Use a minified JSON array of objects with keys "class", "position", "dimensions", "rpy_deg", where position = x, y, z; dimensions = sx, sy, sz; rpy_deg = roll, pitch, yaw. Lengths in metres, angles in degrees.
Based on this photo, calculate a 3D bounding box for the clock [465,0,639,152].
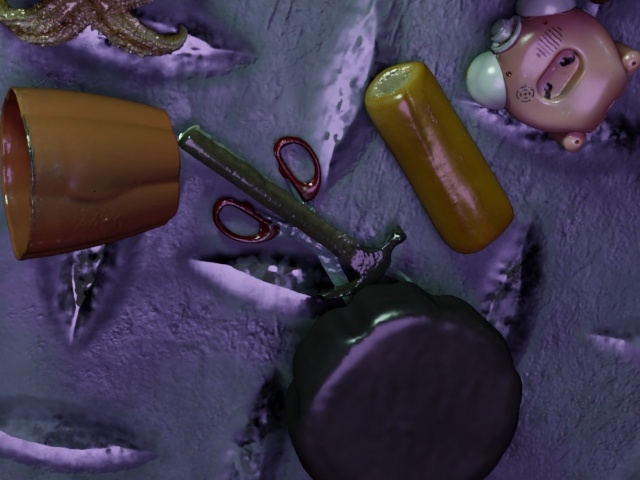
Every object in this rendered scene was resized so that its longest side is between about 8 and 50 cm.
[{"class":"clock","position":[0.264,-0.200,1.670],"dimensions":[0.162,0.093,0.166],"rpy_deg":[32,101,-15]}]

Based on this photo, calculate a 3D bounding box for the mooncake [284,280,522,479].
[{"class":"mooncake","position":[0.095,0.184,1.738],"dimensions":[0.283,0.141,0.283],"rpy_deg":[-5,112,-12]}]

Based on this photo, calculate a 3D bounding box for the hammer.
[{"class":"hammer","position":[-0.040,-0.040,1.683],"dimensions":[0.297,0.027,0.125],"rpy_deg":[37,94,-22]}]

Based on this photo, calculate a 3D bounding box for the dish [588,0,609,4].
[{"class":"dish","position":[0.320,-0.345,1.640],"dimensions":[0.141,0.078,0.141],"rpy_deg":[-34,152,-21]}]

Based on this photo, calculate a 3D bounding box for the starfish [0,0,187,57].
[{"class":"starfish","position":[-0.237,-0.272,1.562],"dimensions":[0.216,0.071,0.238],"rpy_deg":[-35,126,21]}]

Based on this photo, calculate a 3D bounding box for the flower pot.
[{"class":"flower pot","position":[-0.249,-0.078,1.583],"dimensions":[0.173,0.190,0.190],"rpy_deg":[-6,110,-22]}]

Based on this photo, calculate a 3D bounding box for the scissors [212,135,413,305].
[{"class":"scissors","position":[0.000,0.000,1.728],"dimensions":[0.144,0.017,0.248],"rpy_deg":[-44,111,6]}]

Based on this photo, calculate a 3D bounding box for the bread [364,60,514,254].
[{"class":"bread","position":[0.137,-0.093,1.691],"dimensions":[0.092,0.074,0.239],"rpy_deg":[-31,110,7]}]
